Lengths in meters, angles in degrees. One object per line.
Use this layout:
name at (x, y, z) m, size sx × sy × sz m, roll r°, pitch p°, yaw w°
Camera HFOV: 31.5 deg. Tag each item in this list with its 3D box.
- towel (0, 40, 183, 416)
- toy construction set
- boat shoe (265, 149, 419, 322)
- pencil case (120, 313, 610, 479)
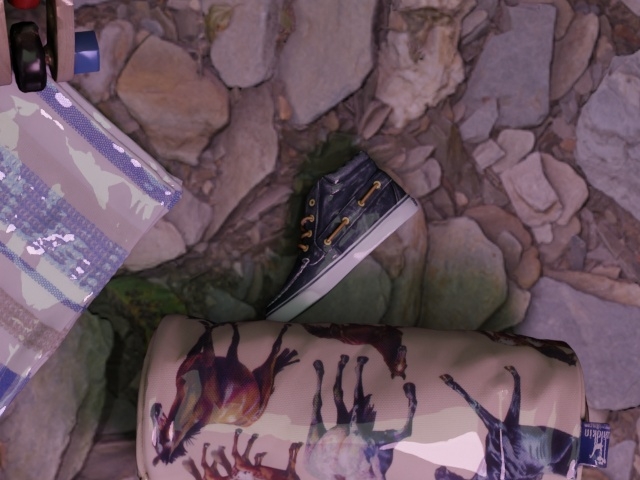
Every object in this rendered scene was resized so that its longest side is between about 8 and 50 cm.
towel at (-0.272, -0.006, 0.972) m, size 0.209 × 0.034 × 0.285 m, roll 44°, pitch 71°, yaw -21°
toy construction set at (-0.276, -0.276, 0.865) m, size 0.308 × 0.237 × 0.257 m, roll 12°, pitch 72°, yaw -11°
boat shoe at (0.000, 0.000, 1.074) m, size 0.183 × 0.065 × 0.083 m, roll -42°, pitch 87°, yaw -5°
pencil case at (0.035, 0.164, 1.004) m, size 0.410 × 0.160 × 0.184 m, roll 4°, pitch 52°, yaw -4°
